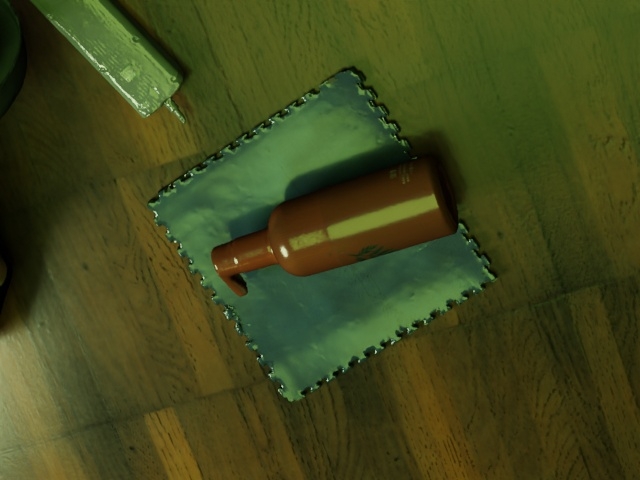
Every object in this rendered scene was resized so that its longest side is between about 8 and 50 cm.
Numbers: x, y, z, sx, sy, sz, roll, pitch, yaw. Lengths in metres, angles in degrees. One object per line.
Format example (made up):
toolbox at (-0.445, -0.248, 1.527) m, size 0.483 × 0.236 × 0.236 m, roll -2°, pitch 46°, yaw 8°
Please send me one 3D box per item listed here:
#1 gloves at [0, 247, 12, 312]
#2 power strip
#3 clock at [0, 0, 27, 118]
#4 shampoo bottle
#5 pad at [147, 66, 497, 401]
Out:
gloves at (-0.409, 0.007, 1.601) m, size 0.197 × 0.152 × 0.301 m, roll 10°, pitch 135°, yaw -1°
power strip at (-0.218, -0.208, 1.569) m, size 0.060 × 0.027 × 0.252 m, roll -41°, pitch 98°, yaw 18°
clock at (-0.383, -0.165, 1.520) m, size 0.215 × 0.215 × 0.042 m, roll 1°, pitch 143°, yaw 8°
shampoo bottle at (0.010, -0.011, 1.562) m, size 0.244 × 0.085 × 0.085 m, roll -18°, pitch 105°, yaw 16°
pad at (0.000, 0.000, 1.615) m, size 0.269 × 0.012 × 0.269 m, roll -30°, pitch 102°, yaw 16°
